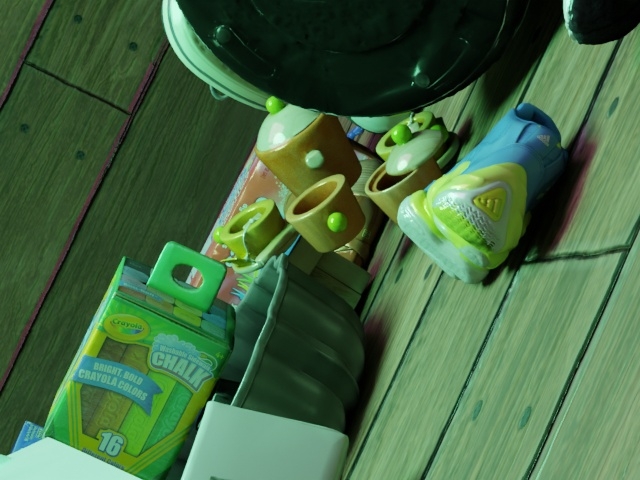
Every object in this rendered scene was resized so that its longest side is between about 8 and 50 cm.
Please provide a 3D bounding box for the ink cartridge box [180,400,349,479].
[{"bbox_3d":[-0.075,0.302,1.475,0.211,0.121,0.289,99,-173,-47],"label":"ink cartridge box"}]

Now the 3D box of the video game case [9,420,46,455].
[{"bbox_3d":[-0.288,0.358,2.371,0.269,0.244,0.061,-80,16,-61],"label":"video game case"}]

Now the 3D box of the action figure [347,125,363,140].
[{"bbox_3d":[0.032,-0.126,2.612,0.115,0.030,0.038,-67,13,-4],"label":"action figure"}]

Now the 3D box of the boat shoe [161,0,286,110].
[{"bbox_3d":[-0.064,-0.248,2.342,0.500,0.156,0.187,-4,-85,-63],"label":"boat shoe"}]

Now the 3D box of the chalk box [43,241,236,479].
[{"bbox_3d":[-0.166,0.108,1.903,0.213,0.132,0.132,-63,8,14],"label":"chalk box"}]

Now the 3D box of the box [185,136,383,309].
[{"bbox_3d":[-0.056,-0.003,2.376,0.300,0.142,0.154,-63,9,6],"label":"box"}]

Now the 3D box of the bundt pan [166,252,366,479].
[{"bbox_3d":[-0.057,0.184,1.884,0.331,0.124,0.331,-61,9,18],"label":"bundt pan"}]

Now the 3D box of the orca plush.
[{"bbox_3d":[0.266,-0.264,1.481,0.287,0.102,0.151,-58,-43,-46],"label":"orca plush"}]

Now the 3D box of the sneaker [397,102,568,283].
[{"bbox_3d":[0.140,-0.038,1.538,0.126,0.091,0.240,-47,5,-9],"label":"sneaker"}]

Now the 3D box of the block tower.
[{"bbox_3d":[-0.050,0.112,2.138,0.091,0.097,0.335,-59,3,-34],"label":"block tower"}]

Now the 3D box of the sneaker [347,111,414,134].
[{"bbox_3d":[0.106,-0.301,2.287,0.147,0.145,0.384,-42,27,58],"label":"sneaker"}]

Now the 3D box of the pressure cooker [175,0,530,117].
[{"bbox_3d":[0.069,-0.369,1.892,0.375,0.370,0.420,-55,8,40],"label":"pressure cooker"}]

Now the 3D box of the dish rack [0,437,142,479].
[{"bbox_3d":[-0.264,0.275,2.206,0.333,0.072,0.285,-26,26,-11],"label":"dish rack"}]

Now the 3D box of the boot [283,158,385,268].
[{"bbox_3d":[0.000,0.000,2.188,0.197,0.073,0.152,-30,39,56],"label":"boot"}]

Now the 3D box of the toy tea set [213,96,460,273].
[{"bbox_3d":[0.016,-0.083,1.940,0.336,0.124,0.200,-13,30,48],"label":"toy tea set"}]
